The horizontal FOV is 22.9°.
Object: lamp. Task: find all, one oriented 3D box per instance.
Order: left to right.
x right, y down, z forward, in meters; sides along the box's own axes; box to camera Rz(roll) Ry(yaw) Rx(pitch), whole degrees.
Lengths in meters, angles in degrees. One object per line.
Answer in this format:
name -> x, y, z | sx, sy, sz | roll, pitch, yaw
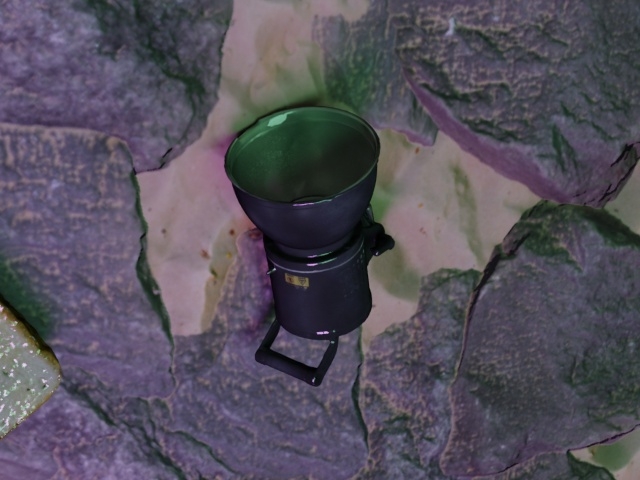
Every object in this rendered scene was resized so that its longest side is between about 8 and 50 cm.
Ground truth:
lamp -> 0.000, 0.000, 1.525 | 0.172, 0.147, 0.227 | -47, 143, -36

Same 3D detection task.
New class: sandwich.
sandwich -> -0.352, 0.129, 1.387 | 0.214, 0.065, 0.186 | -42, 129, -8
